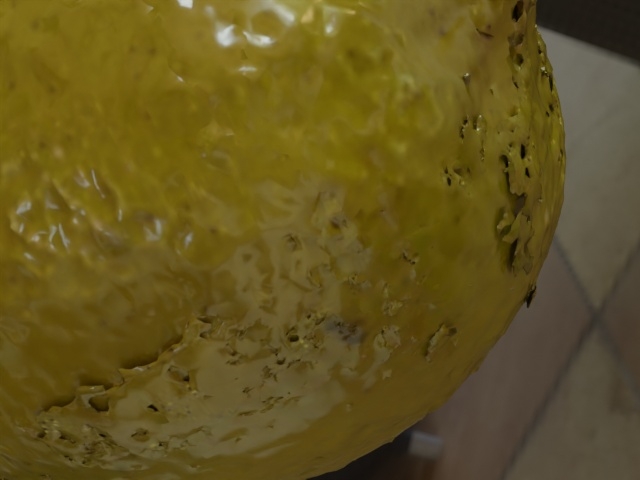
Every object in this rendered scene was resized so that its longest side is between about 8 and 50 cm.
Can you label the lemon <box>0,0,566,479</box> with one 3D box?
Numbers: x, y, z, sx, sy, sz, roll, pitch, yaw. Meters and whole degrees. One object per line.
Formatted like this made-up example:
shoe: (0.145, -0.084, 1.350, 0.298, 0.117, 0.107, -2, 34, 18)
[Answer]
lemon: (-0.054, -0.027, 0.715, 0.310, 0.258, 0.258, -18, 47, 19)
